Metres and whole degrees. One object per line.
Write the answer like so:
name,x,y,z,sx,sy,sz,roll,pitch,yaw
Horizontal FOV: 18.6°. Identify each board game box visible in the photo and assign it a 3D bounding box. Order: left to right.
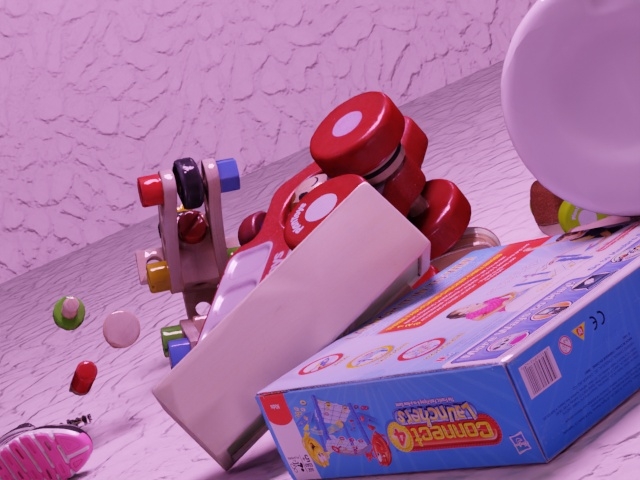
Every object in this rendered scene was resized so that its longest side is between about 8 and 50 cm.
board game box,0.154,0.087,1.637,0.308,0.086,0.302,-31,12,-39

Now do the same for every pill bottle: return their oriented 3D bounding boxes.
pill bottle,0.325,-0.133,1.836,0.224,0.224,0.392,-20,-6,20

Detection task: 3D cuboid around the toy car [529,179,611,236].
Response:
toy car,0.276,-0.110,2.116,0.149,0.188,0.155,-24,10,-5

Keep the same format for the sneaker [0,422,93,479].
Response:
sneaker,-0.298,0.220,2.044,0.170,0.063,0.075,-23,14,34

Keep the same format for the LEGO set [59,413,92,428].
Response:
LEGO set,-0.279,0.213,2.187,0.054,0.023,0.083,-15,-1,31

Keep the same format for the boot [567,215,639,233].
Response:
boot,0.295,-0.002,1.942,0.087,0.042,0.118,-9,22,29

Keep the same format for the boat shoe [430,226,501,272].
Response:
boat shoe,0.105,0.052,2.053,0.190,0.068,0.072,-29,20,21

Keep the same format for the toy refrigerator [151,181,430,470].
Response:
toy refrigerator,-0.020,0.082,1.767,0.269,0.094,0.102,-45,-12,-10

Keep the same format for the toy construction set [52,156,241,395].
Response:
toy construction set,-0.167,0.072,2.221,0.309,0.257,0.237,-35,-5,-17

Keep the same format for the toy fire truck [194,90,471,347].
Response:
toy fire truck,0.000,0.000,2.009,0.254,0.169,0.302,-19,36,31
